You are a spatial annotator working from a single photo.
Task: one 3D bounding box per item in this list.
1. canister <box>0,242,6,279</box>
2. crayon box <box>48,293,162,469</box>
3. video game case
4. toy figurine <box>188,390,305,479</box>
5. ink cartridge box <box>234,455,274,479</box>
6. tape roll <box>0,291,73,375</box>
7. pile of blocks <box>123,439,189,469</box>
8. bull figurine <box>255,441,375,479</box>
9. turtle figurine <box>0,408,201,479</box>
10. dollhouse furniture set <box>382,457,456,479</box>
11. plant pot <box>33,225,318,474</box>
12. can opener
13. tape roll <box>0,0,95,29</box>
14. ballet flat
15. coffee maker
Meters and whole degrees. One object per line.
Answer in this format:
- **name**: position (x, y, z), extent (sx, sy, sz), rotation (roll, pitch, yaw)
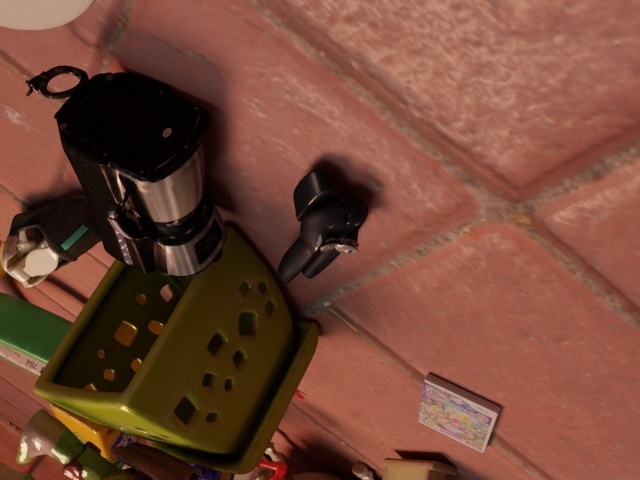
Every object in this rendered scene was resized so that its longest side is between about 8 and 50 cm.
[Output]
- **canister**: position (-0.607, 0.002, 1.357), extent (0.169, 0.073, 0.126), rotation (22, 151, 16)
- **crayon box**: position (-0.291, 0.213, 1.223), extent (0.083, 0.203, 0.323), rotation (28, 151, 8)
- **video game case**: position (0.157, 0.200, 0.950), extent (0.087, 0.011, 0.122), rotation (24, 150, 18)
- **toy figurine**: position (-0.144, 0.363, 1.263), extent (0.191, 0.363, 0.217), rotation (12, 175, 3)
- **ink cartridge box**: position (-0.168, 0.569, 1.539), extent (0.131, 0.306, 0.226), rotation (3, 140, 43)
- **tape roll**: position (-0.468, 0.195, 1.450), extent (0.321, 0.077, 0.321), rotation (22, 158, 9)
- **pile of blocks**: position (-0.342, 0.482, 1.748), extent (0.112, 0.149, 0.362), rotation (2, 139, 44)
- **bull figurine**: position (-0.023, 0.421, 1.368), extent (0.310, 0.101, 0.188), rotation (3, 139, 25)
- **turtle figurine**: position (-0.236, 0.324, 0.926), extent (0.266, 0.198, 0.275), rotation (24, 156, 5)
- **dollhouse furniture set**: position (0.200, 0.409, 1.145), extent (0.242, 0.161, 0.212), rotation (22, 159, -28)
- **plant pot**: position (-0.150, 0.136, 0.953), extent (0.228, 0.227, 0.207), rotation (-4, 140, 48)
- **can opener**: position (0.000, 0.000, 0.770), extent (0.059, 0.073, 0.186), rotation (-4, 158, -13)
- **tape roll**: position (-0.280, -0.315, 0.540), extent (0.391, 0.072, 0.392), rotation (24, 150, 15)
- **ballet flat**: position (-0.372, 0.005, 1.098), extent (0.095, 0.096, 0.280), rotation (43, 150, -18)
- **coffee maker**: position (-0.174, -0.066, 0.793), extent (0.171, 0.120, 0.178), rotation (47, 157, 26)
